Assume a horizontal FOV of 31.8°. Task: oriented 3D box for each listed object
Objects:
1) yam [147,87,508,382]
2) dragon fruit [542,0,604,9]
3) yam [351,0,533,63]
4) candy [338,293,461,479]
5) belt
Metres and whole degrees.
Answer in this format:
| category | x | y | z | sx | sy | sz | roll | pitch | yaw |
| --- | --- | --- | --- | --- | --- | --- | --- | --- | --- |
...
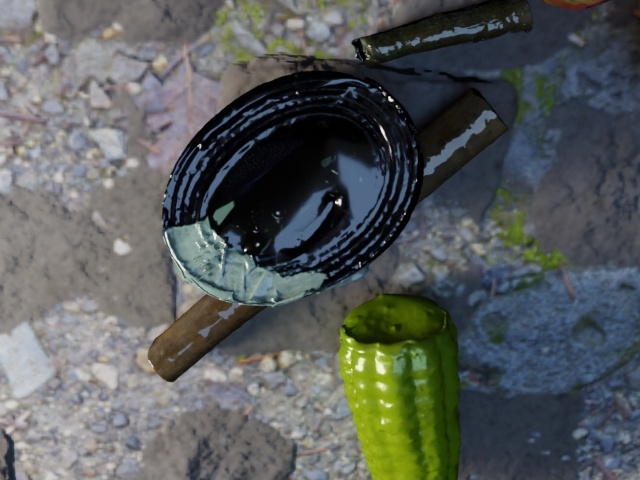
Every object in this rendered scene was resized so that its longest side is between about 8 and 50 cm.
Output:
| category | x | y | z | sx | sy | sz | roll | pitch | yaw |
| --- | --- | --- | --- | --- | --- | --- | --- | --- | --- |
| yam | 0.000 | 0.000 | 0.858 | 0.327 | 0.045 | 0.045 | -38 | 142 | 11 |
| dragon fruit | 0.142 | -0.285 | 0.615 | 0.329 | 0.329 | 0.329 | -2 | 113 | -6 |
| yam | 0.088 | -0.148 | 0.813 | 0.129 | 0.027 | 0.033 | -16 | 113 | 1 |
| candy | 0.072 | 0.145 | 0.903 | 0.096 | 0.097 | 0.209 | -11 | 116 | -2 |
| belt | -0.019 | -0.032 | 0.800 | 0.198 | 0.078 | 0.151 | -32 | 88 | 9 |
